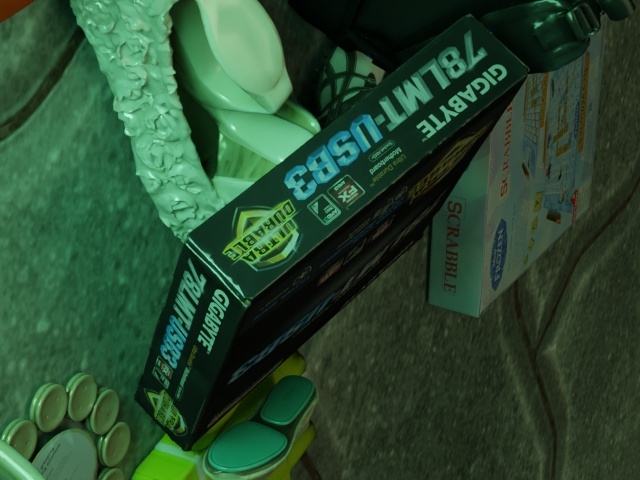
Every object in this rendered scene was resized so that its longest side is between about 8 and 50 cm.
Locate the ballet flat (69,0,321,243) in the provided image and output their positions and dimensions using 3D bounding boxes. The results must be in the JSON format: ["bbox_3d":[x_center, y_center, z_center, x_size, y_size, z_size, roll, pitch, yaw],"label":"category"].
[{"bbox_3d":[-0.073,-0.100,1.316,0.147,0.147,0.409,-64,152,-23],"label":"ballet flat"}]

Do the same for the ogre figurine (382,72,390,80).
[{"bbox_3d":[0.077,-0.097,1.674,0.197,0.097,0.118,3,118,-49],"label":"ogre figurine"}]

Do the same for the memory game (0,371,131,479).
[{"bbox_3d":[-0.199,0.187,1.349,0.186,0.012,0.186,-39,137,-50],"label":"memory game"}]

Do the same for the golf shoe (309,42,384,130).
[{"bbox_3d":[0.031,-0.109,1.568,0.198,0.094,0.077,-59,149,-33],"label":"golf shoe"}]

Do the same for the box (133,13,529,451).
[{"bbox_3d":[0.000,0.000,1.366,0.295,0.073,0.293,-40,168,-27],"label":"box"}]

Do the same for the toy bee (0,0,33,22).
[{"bbox_3d":[-0.197,-0.201,0.967,0.195,0.298,0.162,-35,98,-22],"label":"toy bee"}]

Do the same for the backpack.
[{"bbox_3d":[0.101,-0.245,1.450,0.213,0.276,0.263,-55,-174,-36],"label":"backpack"}]

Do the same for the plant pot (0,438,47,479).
[{"bbox_3d":[-0.256,0.280,1.002,0.280,0.323,0.323,90,24,-64],"label":"plant pot"}]

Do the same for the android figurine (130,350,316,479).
[{"bbox_3d":[-0.087,0.214,1.543,0.273,0.056,0.248,-51,145,-44],"label":"android figurine"}]

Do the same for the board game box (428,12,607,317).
[{"bbox_3d":[0.218,-0.125,1.963,0.318,0.066,0.318,-37,135,-53],"label":"board game box"}]

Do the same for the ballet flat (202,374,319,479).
[{"bbox_3d":[-0.045,0.168,1.478,0.168,0.057,0.052,-40,145,-55],"label":"ballet flat"}]
